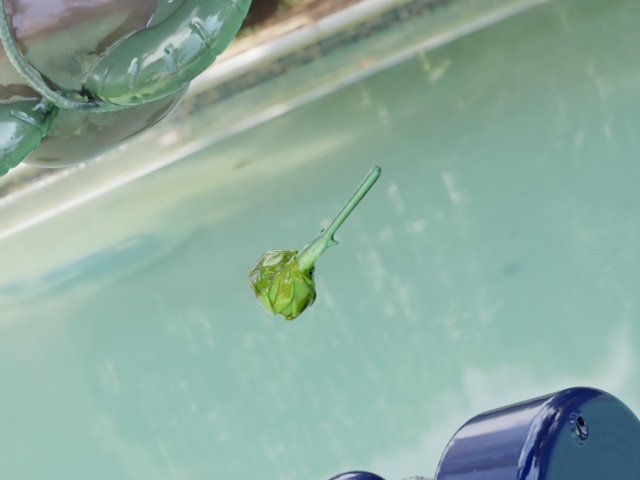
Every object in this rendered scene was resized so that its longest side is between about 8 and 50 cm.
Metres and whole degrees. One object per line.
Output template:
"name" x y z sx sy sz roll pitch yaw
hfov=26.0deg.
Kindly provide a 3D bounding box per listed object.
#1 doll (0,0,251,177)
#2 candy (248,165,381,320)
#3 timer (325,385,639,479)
"doll" -0.188 -0.159 0.946 0.284 0.216 0.268 -27 40 7
"candy" 0.000 0.000 1.158 0.194 0.062 0.058 -50 -2 42
"timer" 0.127 0.295 1.386 0.383 0.270 0.270 -11 16 39
